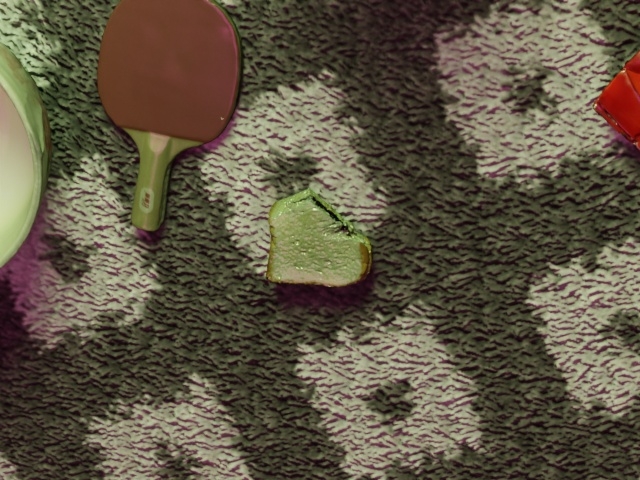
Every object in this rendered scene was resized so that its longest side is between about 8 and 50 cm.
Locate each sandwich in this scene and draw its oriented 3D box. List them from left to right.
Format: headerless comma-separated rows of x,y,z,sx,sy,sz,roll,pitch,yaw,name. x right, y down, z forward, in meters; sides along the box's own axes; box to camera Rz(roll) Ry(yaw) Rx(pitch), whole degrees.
0.000,0.000,1.652,0.104,0.036,0.093,8,114,7,sandwich

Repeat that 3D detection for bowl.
-0.373,-0.098,1.626,0.277,0.145,0.277,4,113,8,bowl

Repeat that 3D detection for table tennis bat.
-0.150,-0.125,1.640,0.138,0.022,0.246,14,113,6,table tennis bat

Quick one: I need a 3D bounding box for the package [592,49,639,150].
0.412,-0.150,1.381,0.196,0.123,0.423,41,151,-7,package
